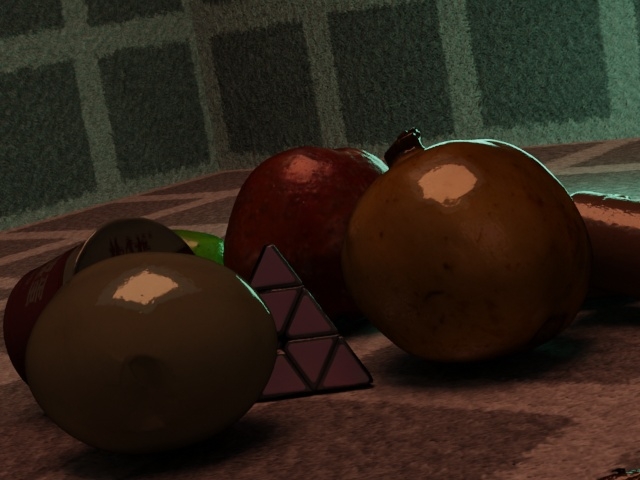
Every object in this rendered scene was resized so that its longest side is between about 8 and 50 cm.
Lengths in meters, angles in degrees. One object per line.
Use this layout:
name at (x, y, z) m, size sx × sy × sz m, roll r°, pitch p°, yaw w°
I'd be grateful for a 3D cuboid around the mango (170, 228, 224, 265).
mango at (-0.246, 0.036, 2.272) m, size 0.178 × 0.119 × 0.100 m, roll -12°, pitch -4°, yaw -7°

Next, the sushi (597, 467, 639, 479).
sushi at (0.228, 0.201, 0.968) m, size 0.118 × 0.061 × 0.060 m, roll -4°, pitch -22°, yaw 20°

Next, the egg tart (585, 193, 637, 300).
egg tart at (0.366, 0.005, 1.820) m, size 0.294 × 0.123 × 0.294 m, roll -11°, pitch 10°, yaw 2°

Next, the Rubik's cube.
Rubik's cube at (-0.023, 0.090, 1.556) m, size 0.190 × 0.178 × 0.211 m, roll 0°, pitch 14°, yaw 32°

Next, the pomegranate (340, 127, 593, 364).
pomegranate at (0.175, 0.017, 1.532) m, size 0.307 × 0.307 × 0.307 m, roll -9°, pitch 9°, yaw 2°

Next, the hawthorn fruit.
hawthorn fruit at (0.000, 0.000, 1.846) m, size 0.284 × 0.284 × 0.284 m, roll -9°, pitch 9°, yaw 2°

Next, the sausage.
sausage at (0.417, 0.017, 1.584) m, size 0.253 × 0.123 × 0.123 m, roll 14°, pitch 22°, yaw 38°

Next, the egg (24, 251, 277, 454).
egg at (-0.180, 0.119, 1.390) m, size 0.269 × 0.219 × 0.219 m, roll -15°, pitch 10°, yaw -4°

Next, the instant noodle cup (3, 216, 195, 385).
instant noodle cup at (-0.272, 0.101, 1.629) m, size 0.178 × 0.234 × 0.235 m, roll -15°, pitch 4°, yaw 39°
